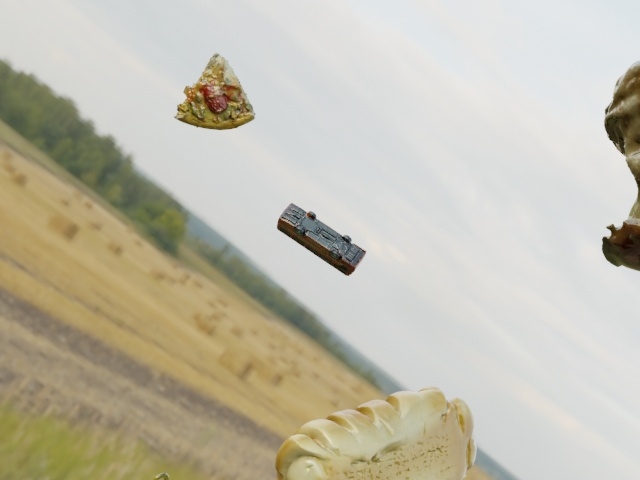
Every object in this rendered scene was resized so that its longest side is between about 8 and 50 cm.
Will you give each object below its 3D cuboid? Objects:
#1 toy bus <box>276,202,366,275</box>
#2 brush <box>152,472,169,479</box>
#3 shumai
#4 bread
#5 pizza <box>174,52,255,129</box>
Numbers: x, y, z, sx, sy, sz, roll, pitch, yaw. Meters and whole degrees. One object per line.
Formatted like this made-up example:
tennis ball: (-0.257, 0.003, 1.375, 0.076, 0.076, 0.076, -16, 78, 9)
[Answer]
toy bus: (0.000, 0.000, 1.520, 0.110, 0.031, 0.043, 34, -29, 7)
brush: (-0.273, 0.420, 1.879, 0.083, 0.205, 0.011, 12, 22, -49)
shumai: (0.304, -0.049, 1.013, 0.161, 0.153, 0.209, 3, -33, 45)
bread: (0.078, 0.305, 1.794, 0.311, 0.173, 0.121, -13, 15, -32)
pizza: (-0.109, -0.148, 1.296, 0.083, 0.078, 0.025, -1, 16, 5)
